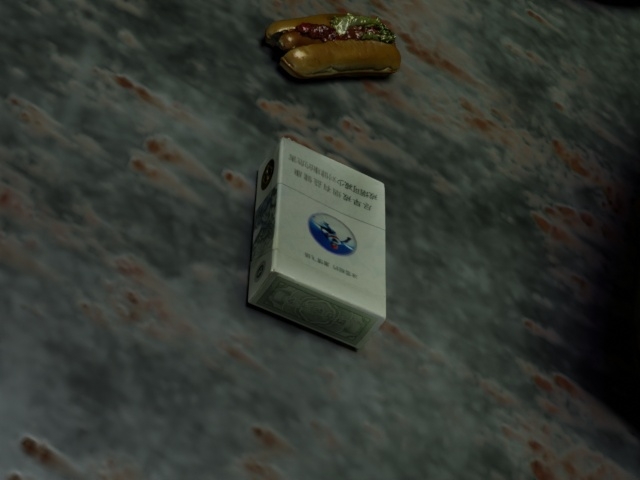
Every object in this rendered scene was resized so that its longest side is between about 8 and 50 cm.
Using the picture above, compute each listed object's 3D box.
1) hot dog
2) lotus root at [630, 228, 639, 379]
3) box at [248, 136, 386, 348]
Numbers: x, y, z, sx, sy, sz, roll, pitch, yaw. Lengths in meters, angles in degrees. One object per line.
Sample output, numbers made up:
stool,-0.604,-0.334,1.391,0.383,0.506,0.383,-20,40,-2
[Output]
hot dog,0.010,-0.095,0.762,0.083,0.021,0.037,-13,62,-44
lotus root,0.287,-0.035,0.755,0.250,0.250,0.346,33,45,-8
box,0.000,0.000,0.657,0.054,0.024,0.083,26,39,-21
